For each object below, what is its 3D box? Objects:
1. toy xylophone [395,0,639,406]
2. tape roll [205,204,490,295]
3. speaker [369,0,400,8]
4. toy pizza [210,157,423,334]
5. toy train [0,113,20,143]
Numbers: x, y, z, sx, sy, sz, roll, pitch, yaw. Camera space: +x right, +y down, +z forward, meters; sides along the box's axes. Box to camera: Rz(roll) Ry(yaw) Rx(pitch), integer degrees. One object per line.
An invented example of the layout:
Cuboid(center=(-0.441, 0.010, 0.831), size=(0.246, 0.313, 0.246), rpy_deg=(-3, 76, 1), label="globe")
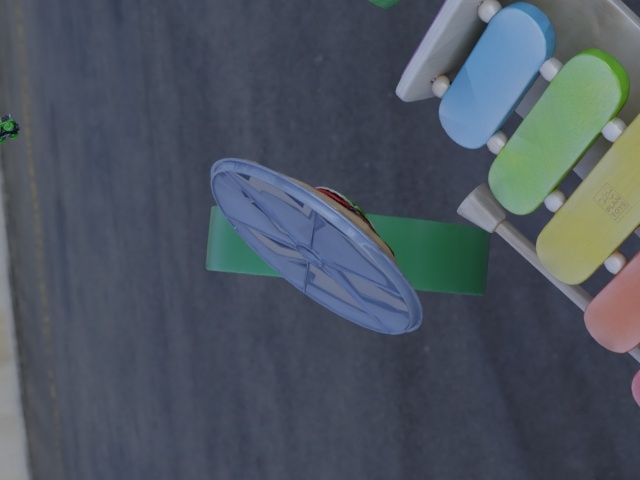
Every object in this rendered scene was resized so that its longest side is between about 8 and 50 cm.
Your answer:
Cuboid(center=(0.181, -0.011, 0.724), size=(0.323, 0.081, 0.236), rpy_deg=(43, 143, 20), label="toy xylophone")
Cuboid(center=(0.031, 0.012, 1.376), size=(0.321, 0.321, 0.077), rpy_deg=(-178, 93, -68), label="tape roll")
Cuboid(center=(0.136, -0.403, 1.337), size=(0.296, 0.131, 0.131), rpy_deg=(-46, 48, 24), label="speaker")
Cuboid(center=(0.000, 0.000, 0.927), size=(0.201, 0.032, 0.201), rpy_deg=(34, 162, 13), label="toy pizza")
Cuboid(center=(-0.307, -0.091, 1.065), size=(0.017, 0.083, 0.023), rpy_deg=(76, 173, -56), label="toy train")
